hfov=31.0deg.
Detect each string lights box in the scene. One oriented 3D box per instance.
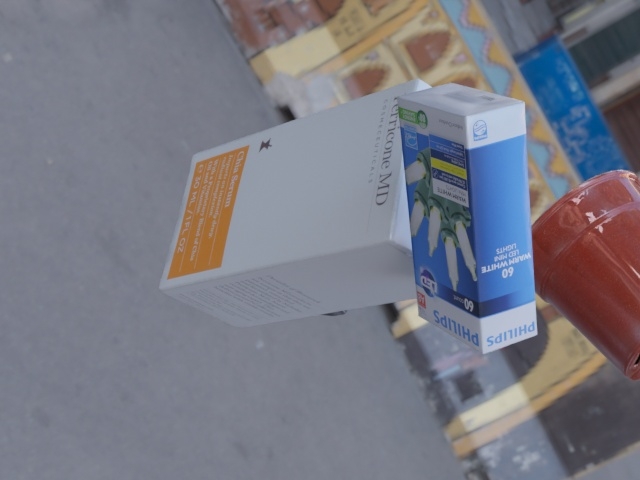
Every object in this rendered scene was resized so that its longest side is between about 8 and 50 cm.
[{"bbox_3d":[0.158,-0.026,1.231,0.133,0.077,0.259,29,-50,58],"label":"string lights box"}]

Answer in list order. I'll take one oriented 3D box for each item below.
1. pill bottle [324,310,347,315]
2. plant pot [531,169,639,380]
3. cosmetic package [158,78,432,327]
[{"bbox_3d":[0.000,0.000,1.806,0.123,0.123,0.219,31,66,-59],"label":"pill bottle"},{"bbox_3d":[0.504,0.070,1.913,0.265,0.272,0.272,54,11,32],"label":"plant pot"},{"bbox_3d":[-0.003,-0.033,1.555,0.161,0.453,0.230,30,61,-37],"label":"cosmetic package"}]
